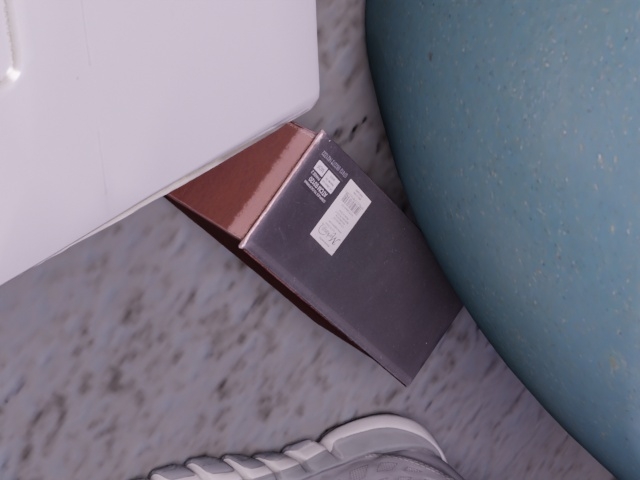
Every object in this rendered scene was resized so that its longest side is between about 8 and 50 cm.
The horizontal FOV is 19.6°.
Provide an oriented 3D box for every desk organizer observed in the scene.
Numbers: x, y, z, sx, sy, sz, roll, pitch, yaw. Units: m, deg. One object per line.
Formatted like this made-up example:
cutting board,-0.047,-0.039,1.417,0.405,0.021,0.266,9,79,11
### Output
desk organizer,0.000,0.000,0.654,0.047,0.050,0.130,-55,143,-6

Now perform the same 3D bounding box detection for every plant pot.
plant pot,0.129,-0.068,0.635,0.290,0.195,0.290,-29,134,-35

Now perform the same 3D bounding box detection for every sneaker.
sneaker,0.001,0.137,0.683,0.229,0.132,0.086,-20,128,-41

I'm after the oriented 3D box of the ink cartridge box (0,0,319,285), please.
ink cartridge box,-0.103,-0.084,0.370,0.127,0.176,0.128,-31,136,-32
